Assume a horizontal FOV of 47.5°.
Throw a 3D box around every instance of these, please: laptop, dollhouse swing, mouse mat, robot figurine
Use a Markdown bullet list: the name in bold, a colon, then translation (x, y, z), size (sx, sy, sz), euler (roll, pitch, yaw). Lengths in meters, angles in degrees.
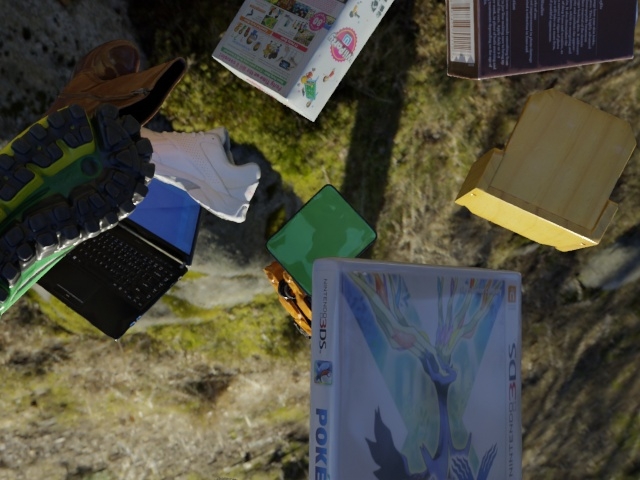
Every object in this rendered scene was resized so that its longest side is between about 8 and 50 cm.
- **laptop**: translation (-0.336, -0.015, 1.197), size (0.264, 0.234, 0.136), euler (-47, 148, -26)
- **dollhouse swing**: translation (0.600, -0.187, 1.940), size (0.315, 0.347, 0.305), euler (126, -13, -83)
- **mouse mat**: translation (0.000, 0.000, 1.455), size (0.190, 0.152, 0.007), euler (-43, 172, 6)
- **robot figurine**: translation (-0.002, 0.162, 1.627), size (0.085, 0.211, 0.291), euler (-40, 104, -21)

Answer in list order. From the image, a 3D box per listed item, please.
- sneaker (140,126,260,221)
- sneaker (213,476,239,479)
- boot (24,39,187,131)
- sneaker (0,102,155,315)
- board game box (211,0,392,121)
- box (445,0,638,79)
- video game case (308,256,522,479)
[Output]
- **sneaker**: translation (-0.186, -0.125, 1.063), size (0.115, 0.232, 0.090), euler (-59, 176, 0)
- **sneaker**: translation (-0.202, 0.493, 0.979), size (0.148, 0.131, 0.350), euler (30, 78, -68)
- **boot**: translation (-0.292, -0.233, 1.060), size (0.096, 0.280, 0.264), euler (56, 52, -25)
- **sneaker**: translation (-0.299, 0.015, 0.622), size (0.343, 0.134, 0.146), euler (-37, -168, -28)
- **board game box**: translation (-0.023, -0.395, 1.279), size (0.303, 0.224, 0.097), euler (-56, 144, 4)
- **box**: translation (0.452, -0.451, 1.493), size (0.381, 0.143, 0.191), euler (-10, 110, -16)
- **video game case**: translation (0.107, 0.172, 0.692), size (0.036, 0.300, 0.329), euler (-3, 175, 41)
